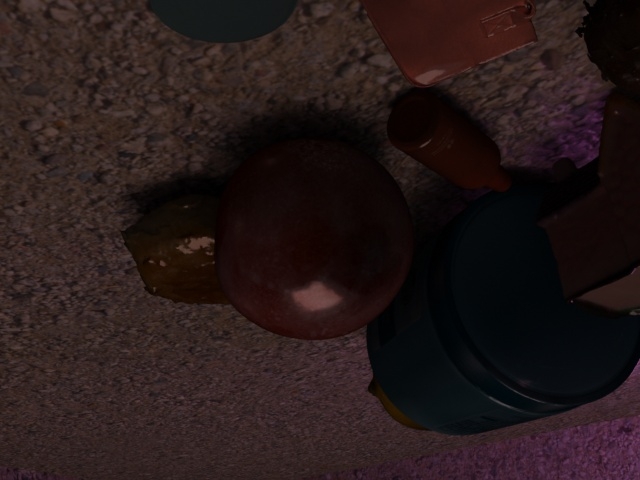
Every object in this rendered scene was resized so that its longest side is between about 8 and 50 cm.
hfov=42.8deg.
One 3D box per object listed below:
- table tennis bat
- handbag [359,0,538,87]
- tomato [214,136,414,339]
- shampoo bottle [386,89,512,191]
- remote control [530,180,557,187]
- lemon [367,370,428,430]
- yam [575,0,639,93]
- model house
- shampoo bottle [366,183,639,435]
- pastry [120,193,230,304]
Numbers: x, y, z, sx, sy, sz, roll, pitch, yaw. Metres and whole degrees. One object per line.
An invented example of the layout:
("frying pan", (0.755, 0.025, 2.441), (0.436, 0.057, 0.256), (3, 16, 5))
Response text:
("table tennis bat", (-0.079, -0.263, 0.777), (0.149, 0.038, 0.237), (7, 156, -21))
("handbag", (0.128, -0.249, 0.820), (0.157, 0.059, 0.212), (-15, 152, 20))
("tomato", (0.000, 0.000, 1.064), (0.270, 0.270, 0.227), (15, 179, -37))
("shampoo bottle", (0.185, -0.117, 1.087), (0.085, 0.086, 0.244), (-22, 152, 31))
("remote control", (0.432, -0.061, 1.320), (0.245, 0.025, 0.063), (7, 153, -26))
("lemon", (0.248, 0.272, 1.717), (0.284, 0.261, 0.260), (-34, 148, 10))
("yam", (0.358, -0.263, 0.772), (0.131, 0.131, 0.280), (1, 152, -15))
("model house", (0.437, -0.047, 1.098), (0.202, 0.238, 0.237), (10, 147, -34))
("shampoo bottle", (0.275, 0.128, 1.299), (0.331, 0.331, 0.343), (2, 159, -16))
("pastry", (-0.162, 0.009, 1.231), (0.235, 0.121, 0.257), (-10, 152, 0))
